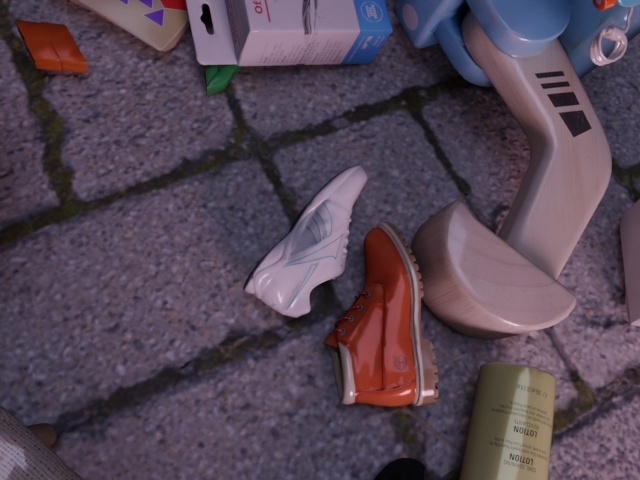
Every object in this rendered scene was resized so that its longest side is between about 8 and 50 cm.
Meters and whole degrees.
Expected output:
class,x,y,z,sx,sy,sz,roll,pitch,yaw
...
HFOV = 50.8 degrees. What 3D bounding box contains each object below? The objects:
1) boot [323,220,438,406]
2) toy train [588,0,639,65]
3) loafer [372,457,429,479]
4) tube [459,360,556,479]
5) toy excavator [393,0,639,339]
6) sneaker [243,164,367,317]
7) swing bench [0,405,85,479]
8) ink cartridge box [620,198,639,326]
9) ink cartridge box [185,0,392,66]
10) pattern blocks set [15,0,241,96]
class,x,y,z,sx,sy,sz,roll,pitch,yaw
boot,0.042,0.059,0.556,0.084,0.059,0.158,-4,68,-7
toy train,0.188,-0.216,0.518,0.166,0.046,0.125,28,106,-25
loafer,0.046,0.242,0.482,0.061,0.062,0.170,48,52,-30
tube,0.134,0.214,0.504,0.070,0.062,0.240,0,65,35
toy excavator,0.204,-0.189,0.626,0.433,0.222,0.445,-27,82,-18
sneaker,0.000,0.000,0.580,0.061,0.054,0.152,38,71,-2
swing bench,-0.138,0.213,0.344,0.253,0.255,0.165,39,66,8
ink cartridge box,0.433,0.016,0.560,0.283,0.207,0.117,12,63,-4
ink cartridge box,-0.032,-0.227,0.644,0.180,0.060,0.104,-8,76,-22
pattern blocks set,-0.195,-0.273,0.670,0.325,0.026,0.285,39,65,4
